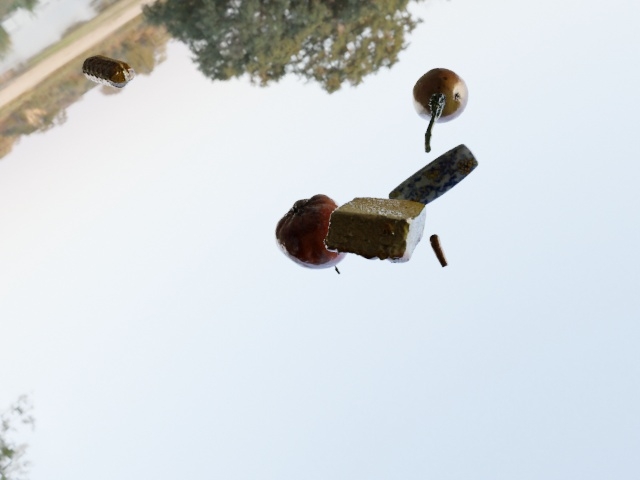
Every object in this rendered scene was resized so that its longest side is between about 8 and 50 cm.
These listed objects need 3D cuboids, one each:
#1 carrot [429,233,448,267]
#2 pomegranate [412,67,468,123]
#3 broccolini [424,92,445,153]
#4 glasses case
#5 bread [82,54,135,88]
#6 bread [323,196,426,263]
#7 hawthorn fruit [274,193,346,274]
[{"bbox_3d":[0.312,0.027,1.658,0.032,0.093,0.032,-19,170,-4],"label":"carrot"},{"bbox_3d":[0.392,-0.472,2.070,0.191,0.191,0.191,-27,-157,13],"label":"pomegranate"},{"bbox_3d":[0.328,-0.345,1.829,0.054,0.051,0.239,-36,-153,50],"label":"broccolini"},{"bbox_3d":[0.290,-0.154,1.617,0.248,0.087,0.065,-36,-157,19],"label":"glasses case"},{"bbox_3d":[-0.382,-0.304,1.124,0.052,0.044,0.157,-41,-140,-20],"label":"bread"},{"bbox_3d":[0.131,-0.027,1.396,0.185,0.114,0.275,7,-169,14],"label":"bread"},{"bbox_3d":[0.000,0.000,1.925,0.242,0.271,0.242,-30,-155,16],"label":"hawthorn fruit"}]
